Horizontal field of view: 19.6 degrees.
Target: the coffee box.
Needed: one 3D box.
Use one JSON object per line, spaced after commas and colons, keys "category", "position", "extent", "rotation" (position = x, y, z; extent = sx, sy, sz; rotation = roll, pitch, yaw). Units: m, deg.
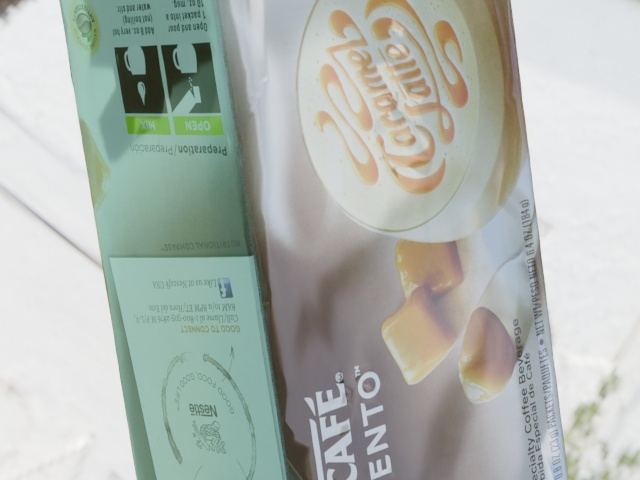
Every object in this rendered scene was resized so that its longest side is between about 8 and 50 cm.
{"category": "coffee box", "position": [0.000, 0.000, 0.673], "extent": [0.098, 0.141, 0.246], "rotation": [4, -75, 49]}
